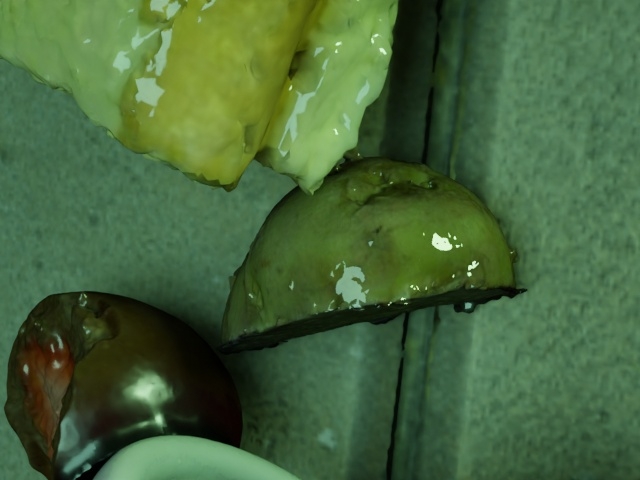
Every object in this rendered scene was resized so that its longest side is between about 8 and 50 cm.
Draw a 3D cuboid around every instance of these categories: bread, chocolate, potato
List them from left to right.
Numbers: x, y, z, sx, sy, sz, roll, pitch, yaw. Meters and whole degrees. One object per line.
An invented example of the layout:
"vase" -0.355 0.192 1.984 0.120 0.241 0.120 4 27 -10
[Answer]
"chocolate" -0.111 0.082 0.657 0.124 0.127 0.133 -38 55 13
"bread" -0.031 -0.228 0.570 0.236 0.165 0.375 33 105 39
"potato" 0.000 0.000 0.614 0.172 0.100 0.089 -13 81 30

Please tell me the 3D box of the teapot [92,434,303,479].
"teapot" 0.065 0.224 0.483 0.424 0.280 0.252 42 108 21
